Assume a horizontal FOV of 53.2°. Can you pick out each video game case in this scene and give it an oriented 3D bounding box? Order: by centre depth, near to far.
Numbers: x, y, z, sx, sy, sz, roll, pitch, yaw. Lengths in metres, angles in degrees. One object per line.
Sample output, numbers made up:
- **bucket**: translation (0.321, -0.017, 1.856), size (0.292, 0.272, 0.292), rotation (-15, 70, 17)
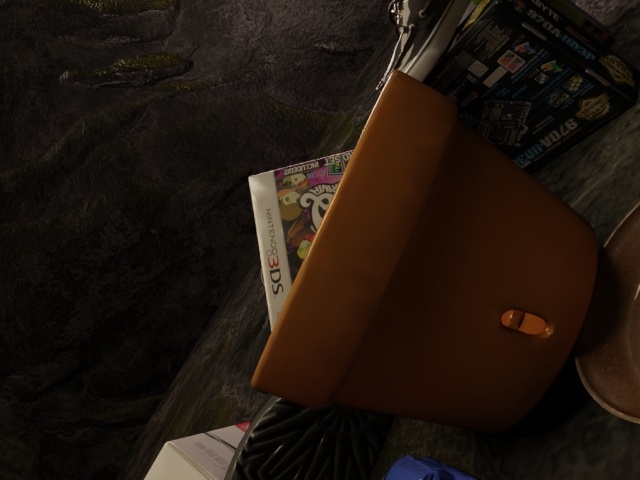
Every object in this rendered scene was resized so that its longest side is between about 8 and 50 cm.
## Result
- **video game case**: translation (0.044, -0.001, 0.728), size (0.042, 0.231, 0.210), rotation (56, -157, -70)

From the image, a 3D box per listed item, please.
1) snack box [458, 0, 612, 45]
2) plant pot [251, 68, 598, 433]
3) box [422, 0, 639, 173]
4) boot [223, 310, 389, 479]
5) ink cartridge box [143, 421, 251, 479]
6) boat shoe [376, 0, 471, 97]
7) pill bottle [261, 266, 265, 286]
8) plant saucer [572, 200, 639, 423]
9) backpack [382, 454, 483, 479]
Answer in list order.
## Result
- **snack box**: translation (0.217, -0.223, 0.797), size (0.207, 0.174, 0.070), rotation (-54, 12, 34)
- **plant pot**: translation (0.092, 0.029, 0.550), size (0.291, 0.203, 0.291), rotation (24, -90, -89)
- **box**: translation (0.200, -0.157, 0.708), size (0.220, 0.175, 0.051), rotation (-43, 18, 58)
- **boot**: translation (-0.045, 0.207, 0.933), size (0.367, 0.146, 0.445), rotation (-53, 13, -17)
- **ink cartridge box**: translation (-0.161, 0.367, 0.906), size (0.172, 0.100, 0.237), rotation (-60, -22, 2)
- **boat shoe**: translation (0.112, -0.251, 0.681), size (0.229, 0.076, 0.080), rotation (-58, 9, 6)
- **pill bottle**: translation (-0.051, 0.050, 1.451), size (0.215, 0.117, 0.117), rotation (-41, 22, 59)
- **plant saucer**: translation (0.244, 0.030, 0.401), size (0.199, 0.036, 0.199), rotation (-56, 11, 17)
- **backpack**: translation (0.083, 0.226, 0.464), size (0.098, 0.101, 0.120), rotation (139, 156, -77)
